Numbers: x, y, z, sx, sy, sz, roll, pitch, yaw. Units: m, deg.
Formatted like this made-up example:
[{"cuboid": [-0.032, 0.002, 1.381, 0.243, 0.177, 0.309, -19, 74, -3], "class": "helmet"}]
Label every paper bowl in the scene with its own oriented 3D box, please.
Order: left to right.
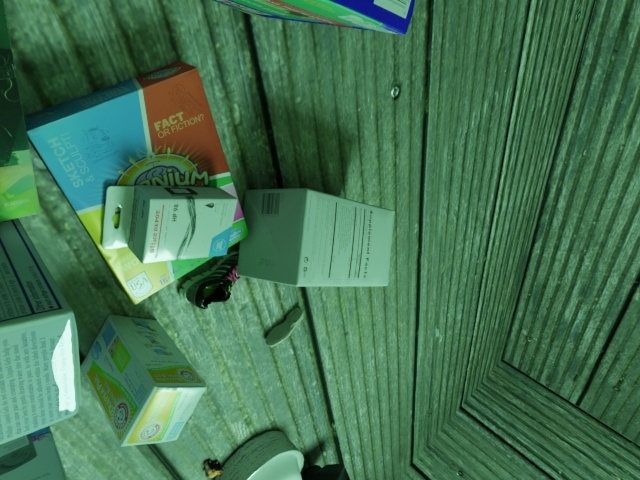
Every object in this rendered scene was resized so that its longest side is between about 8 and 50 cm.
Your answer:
[{"cuboid": [-0.168, 0.725, 1.238, 0.284, 0.148, 0.284, -28, 133, -34], "class": "paper bowl"}]

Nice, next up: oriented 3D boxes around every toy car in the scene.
[{"cuboid": [-0.265, 0.636, 1.108, 0.040, 0.122, 0.060, -46, 158, -3], "class": "toy car"}]

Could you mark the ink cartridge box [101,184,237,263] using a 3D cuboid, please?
[{"cuboid": [-0.226, -0.026, 0.644, 0.180, 0.060, 0.104, -6, 119, -45], "class": "ink cartridge box"}]

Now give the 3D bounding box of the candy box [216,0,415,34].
[{"cuboid": [-0.083, -0.345, 0.488, 0.268, 0.317, 0.122, -6, 120, -43], "class": "candy box"}]

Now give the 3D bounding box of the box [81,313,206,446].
[{"cuboid": [-0.305, 0.232, 0.720, 0.103, 0.203, 0.114, 25, 95, -51], "class": "box"}]

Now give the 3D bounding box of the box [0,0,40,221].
[{"cuboid": [-0.416, -0.154, 0.389, 0.232, 0.058, 0.322, -31, 131, -56], "class": "box"}]

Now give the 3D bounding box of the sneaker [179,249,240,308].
[{"cuboid": [-0.192, 0.082, 0.845, 0.170, 0.074, 0.063, -32, 135, -29], "class": "sneaker"}]

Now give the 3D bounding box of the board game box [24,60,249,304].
[{"cuboid": [-0.263, -0.083, 0.670, 0.242, 0.064, 0.317, -35, 136, -26], "class": "board game box"}]

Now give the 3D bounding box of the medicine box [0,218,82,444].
[{"cuboid": [-0.447, 0.103, 0.436, 0.289, 0.263, 0.149, -12, 123, -42], "class": "medicine box"}]

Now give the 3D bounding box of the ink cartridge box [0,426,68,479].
[{"cuboid": [-0.440, 0.368, 0.585, 0.131, 0.306, 0.226, -9, 121, -43], "class": "ink cartridge box"}]

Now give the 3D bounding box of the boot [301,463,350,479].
[{"cuboid": [-0.138, 0.900, 1.354, 0.445, 0.366, 0.146, -34, 114, -59], "class": "boot"}]

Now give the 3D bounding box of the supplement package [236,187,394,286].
[{"cuboid": [0.000, 0.000, 0.883, 0.292, 0.177, 0.176, 7, 88, -49], "class": "supplement package"}]

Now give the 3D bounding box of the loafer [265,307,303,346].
[{"cuboid": [-0.087, 0.229, 1.081, 0.125, 0.045, 0.039, -45, 146, -21], "class": "loafer"}]
